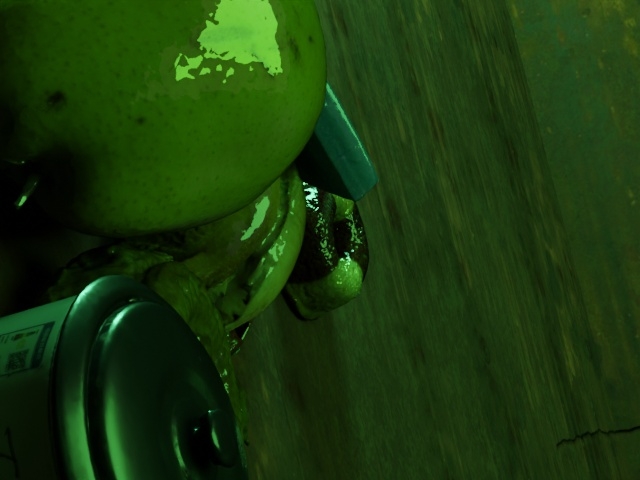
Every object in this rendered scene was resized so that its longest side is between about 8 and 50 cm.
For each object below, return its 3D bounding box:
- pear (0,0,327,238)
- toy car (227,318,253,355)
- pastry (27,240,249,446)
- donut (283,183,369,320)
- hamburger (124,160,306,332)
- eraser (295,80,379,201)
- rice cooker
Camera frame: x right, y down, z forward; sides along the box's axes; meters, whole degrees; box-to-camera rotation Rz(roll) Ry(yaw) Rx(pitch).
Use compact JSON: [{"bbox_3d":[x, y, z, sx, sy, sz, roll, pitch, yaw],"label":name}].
[{"bbox_3d":[-0.152,-0.138,1.348,0.336,0.285,0.284,-20,94,-33],"label":"pear"},{"bbox_3d":[-0.086,0.069,1.659,0.122,0.035,0.059,-72,146,-61],"label":"toy car"},{"bbox_3d":[-0.148,0.120,1.333,0.235,0.132,0.240,-79,157,-69],"label":"pastry"},{"bbox_3d":[0.000,0.000,1.900,0.184,0.073,0.166,-64,138,-60],"label":"donut"},{"bbox_3d":[-0.089,-0.027,1.533,0.144,0.157,0.283,65,13,-46],"label":"hamburger"},{"bbox_3d":[-0.047,-0.129,1.640,0.144,0.043,0.312,61,-14,-21],"label":"eraser"},{"bbox_3d":[-0.161,0.154,1.090,0.280,0.227,0.241,-70,140,-60],"label":"rice cooker"}]
